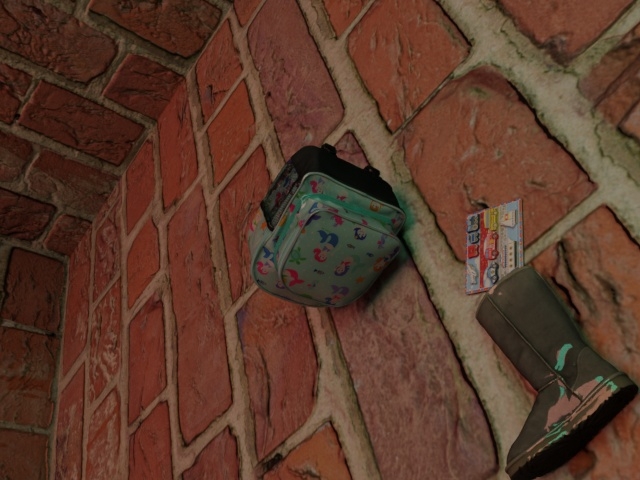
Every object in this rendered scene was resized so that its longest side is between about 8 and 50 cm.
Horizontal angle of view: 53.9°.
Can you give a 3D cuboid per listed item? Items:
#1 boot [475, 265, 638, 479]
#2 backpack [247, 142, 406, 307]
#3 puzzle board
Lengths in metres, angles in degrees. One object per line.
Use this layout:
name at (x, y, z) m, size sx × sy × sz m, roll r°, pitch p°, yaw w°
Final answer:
boot at (0.246, 0.154, 0.760) m, size 0.189 × 0.076 × 0.208 m, roll -45°, pitch 45°, yaw 8°
backpack at (0.000, 0.000, 1.060) m, size 0.253 × 0.225 × 0.191 m, roll -51°, pitch 32°, yaw 30°
puzzle board at (0.246, 0.009, 0.899) m, size 0.096 × 0.011 × 0.128 m, roll -21°, pitch 56°, yaw 48°
